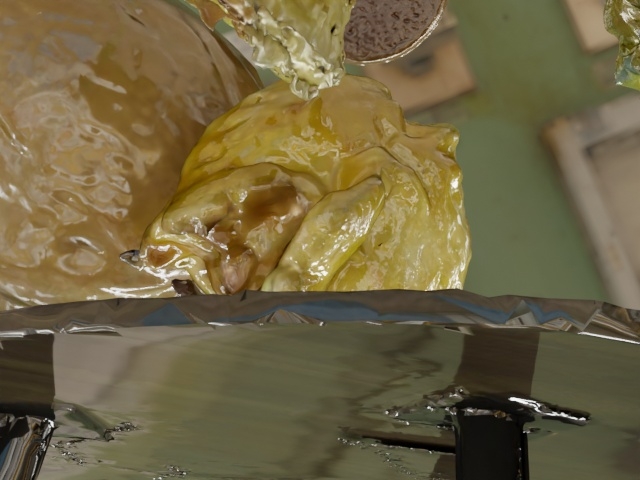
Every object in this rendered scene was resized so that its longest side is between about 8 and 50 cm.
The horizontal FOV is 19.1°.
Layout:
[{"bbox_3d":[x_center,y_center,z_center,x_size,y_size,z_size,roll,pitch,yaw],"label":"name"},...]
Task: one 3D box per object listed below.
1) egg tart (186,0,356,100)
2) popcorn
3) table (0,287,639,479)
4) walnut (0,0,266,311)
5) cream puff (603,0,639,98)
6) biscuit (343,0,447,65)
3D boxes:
[{"bbox_3d":[-0.059,-0.206,1.099,0.095,0.279,0.279,-39,158,13],"label":"egg tart"},{"bbox_3d":[0.001,0.001,1.237,0.191,0.190,0.253,-13,-150,42],"label":"popcorn"},{"bbox_3d":[-0.003,0.169,0.526,0.317,0.249,0.317,5,162,2],"label":"table"},{"bbox_3d":[-0.193,-0.063,1.435,0.332,0.333,0.333,-19,162,-6],"label":"walnut"},{"bbox_3d":[0.387,-0.207,1.864,0.185,0.282,0.282,-48,171,-21],"label":"cream puff"},{"bbox_3d":[0.046,-0.227,1.533,0.124,0.175,0.026,11,177,6],"label":"biscuit"}]
